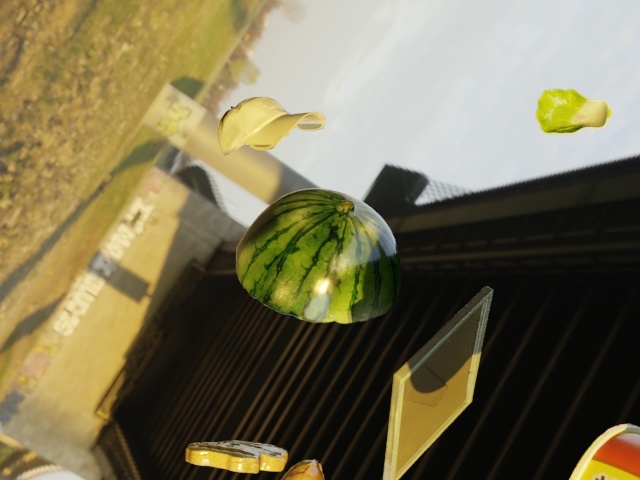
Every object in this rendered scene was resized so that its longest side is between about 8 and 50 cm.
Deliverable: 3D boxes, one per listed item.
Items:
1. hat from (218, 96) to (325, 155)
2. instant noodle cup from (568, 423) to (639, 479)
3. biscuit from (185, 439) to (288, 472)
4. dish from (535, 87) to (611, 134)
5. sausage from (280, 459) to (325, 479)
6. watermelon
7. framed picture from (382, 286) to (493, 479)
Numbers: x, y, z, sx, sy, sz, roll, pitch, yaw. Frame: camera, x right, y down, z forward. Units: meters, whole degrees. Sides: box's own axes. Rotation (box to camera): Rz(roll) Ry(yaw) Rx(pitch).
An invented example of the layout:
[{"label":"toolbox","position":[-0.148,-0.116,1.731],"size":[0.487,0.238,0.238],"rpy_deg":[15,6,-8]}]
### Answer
[{"label":"hat","position":[-0.119,-0.293,2.138],"size":[0.219,0.164,0.226],"rpy_deg":[-27,178,-44]},{"label":"instant noodle cup","position":[0.345,0.291,0.831],"size":[0.174,0.213,0.213],"rpy_deg":[5,-121,48]},{"label":"biscuit","position":[-0.127,0.346,1.473],"size":[0.225,0.165,0.036],"rpy_deg":[27,68,-69]},{"label":"dish","position":[0.473,-0.235,1.697],"size":[0.039,0.137,0.091],"rpy_deg":[52,44,-74]},{"label":"sausage","position":[-0.052,0.526,1.558],"size":[0.116,0.134,0.354],"rpy_deg":[-15,-151,19]},{"label":"watermelon","position":[0.000,0.000,1.727],"size":[0.331,0.330,0.190],"rpy_deg":[-86,-173,-67]},{"label":"framed picture","position":[0.190,0.246,1.484],"size":[0.240,0.020,0.324],"rpy_deg":[-39,147,-29]}]
